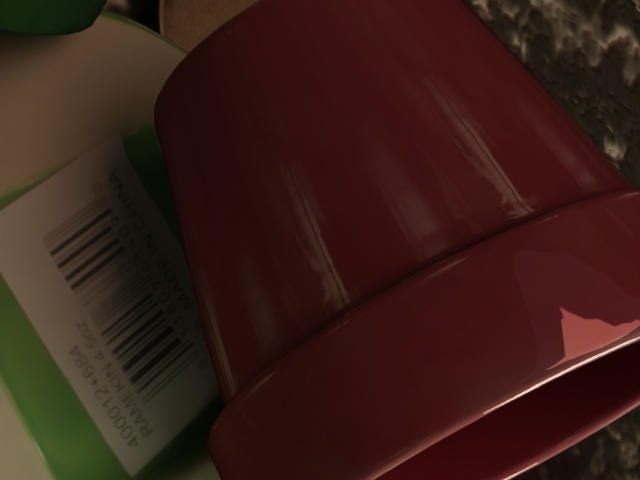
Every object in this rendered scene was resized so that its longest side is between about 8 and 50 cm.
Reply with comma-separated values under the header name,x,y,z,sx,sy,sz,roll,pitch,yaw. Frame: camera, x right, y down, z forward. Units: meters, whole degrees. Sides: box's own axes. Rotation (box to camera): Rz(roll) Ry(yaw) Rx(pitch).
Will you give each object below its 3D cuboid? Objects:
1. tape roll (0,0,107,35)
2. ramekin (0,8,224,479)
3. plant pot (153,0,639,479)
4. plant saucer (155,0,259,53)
name,x,y,z,sx,sy,sz,roll,pitch,yaw
tape roll,-0.209,-0.188,0.633,0.321,0.077,0.321,29,13,-8
ramekin,-0.127,0.047,0.718,0.303,0.148,0.303,19,62,-40
plant pot,0.030,0.000,0.658,0.201,0.201,0.180,-9,66,-47
plant saucer,-0.032,-0.098,0.961,0.168,0.029,0.168,19,63,-41
